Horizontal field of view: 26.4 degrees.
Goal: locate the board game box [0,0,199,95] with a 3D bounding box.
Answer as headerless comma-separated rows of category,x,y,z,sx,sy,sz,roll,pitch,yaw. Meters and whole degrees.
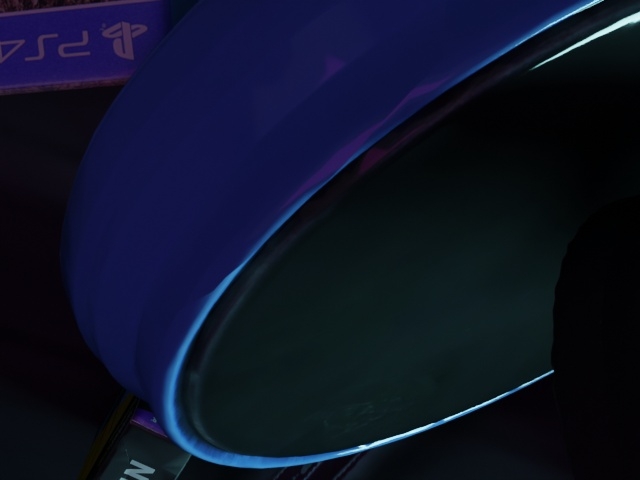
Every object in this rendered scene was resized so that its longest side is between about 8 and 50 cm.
board game box,-0.152,-0.203,0.540,0.232,0.141,0.291,-3,100,17

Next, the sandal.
sandal,0.217,0.038,0.611,0.107,0.167,0.446,-8,172,43

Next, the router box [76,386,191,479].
router box,-0.114,0.126,0.873,0.046,0.133,0.179,26,129,-8

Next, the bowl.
bowl,0.086,-0.027,0.578,0.391,0.077,0.391,-24,155,-12
